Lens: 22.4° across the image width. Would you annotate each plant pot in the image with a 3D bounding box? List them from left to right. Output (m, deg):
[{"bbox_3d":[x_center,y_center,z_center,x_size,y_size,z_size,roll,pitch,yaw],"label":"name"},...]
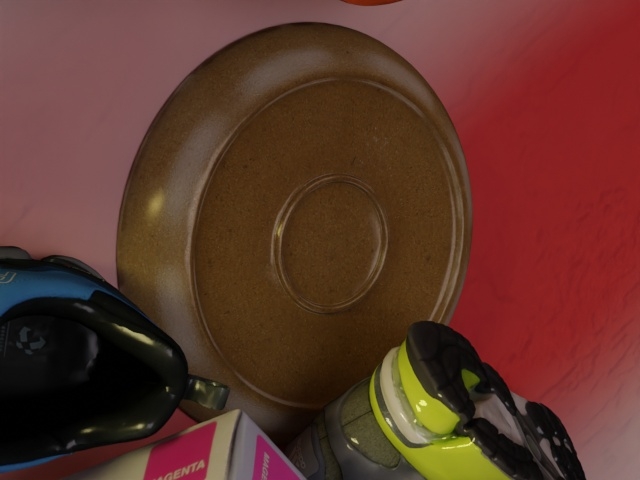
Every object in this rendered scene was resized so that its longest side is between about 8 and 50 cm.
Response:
[{"bbox_3d":[0.000,0.000,0.883,0.236,0.032,0.236,-7,101,-36],"label":"plant pot"}]

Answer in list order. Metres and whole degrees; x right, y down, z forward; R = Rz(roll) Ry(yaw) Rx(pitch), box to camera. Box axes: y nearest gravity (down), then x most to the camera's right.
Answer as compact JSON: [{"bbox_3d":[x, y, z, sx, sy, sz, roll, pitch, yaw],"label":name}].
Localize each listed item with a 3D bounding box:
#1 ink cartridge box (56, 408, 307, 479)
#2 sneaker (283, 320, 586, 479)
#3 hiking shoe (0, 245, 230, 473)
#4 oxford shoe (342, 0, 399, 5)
[{"bbox_3d":[-0.030,0.224,0.814,0.311,0.186,0.065,52,28,-29],"label":"ink cartridge box"},{"bbox_3d":[0.080,0.147,0.933,0.121,0.111,0.300,-28,139,16],"label":"sneaker"},{"bbox_3d":[-0.197,0.045,0.682,0.304,0.132,0.113,-4,100,-36],"label":"hiking shoe"},{"bbox_3d":[-0.028,-0.199,0.702,0.132,0.130,0.364,61,15,14],"label":"oxford shoe"}]
